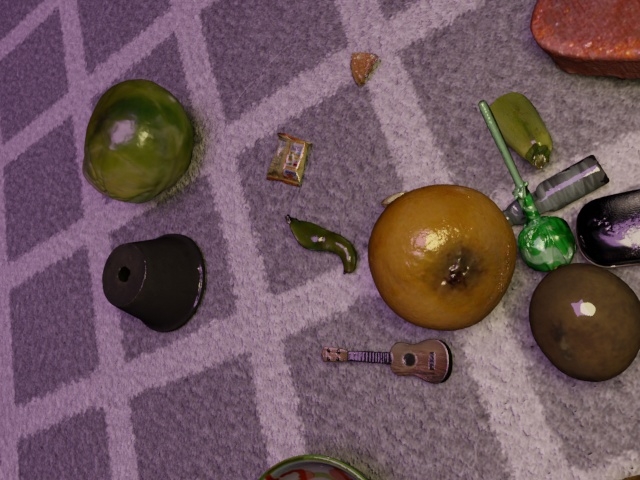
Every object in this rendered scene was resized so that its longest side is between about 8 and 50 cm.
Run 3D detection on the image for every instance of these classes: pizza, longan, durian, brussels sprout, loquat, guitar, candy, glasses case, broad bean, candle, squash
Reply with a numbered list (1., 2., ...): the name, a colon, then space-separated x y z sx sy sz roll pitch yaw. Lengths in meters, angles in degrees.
1. pizza: 0.106 -0.404 1.262 0.078 0.025 0.083 -13 79 33
2. longan: 0.422 0.129 0.870 0.168 0.167 0.187 -5 77 30
3. durian: 0.189 -0.081 1.116 0.131 0.066 0.052 2 80 22
4. brussels sprout: -0.488 -0.260 1.465 0.344 0.268 0.343 -22 62 49
5. loquat: 0.214 0.030 0.965 0.263 0.263 0.262 -8 75 30
6. guitar: 0.127 0.236 1.092 0.271 0.038 0.083 -3 77 28
7. candy: 0.340 -0.091 0.931 0.097 0.097 0.323 -24 98 25
8. glasses case: 0.574 -0.032 0.859 0.315 0.075 0.121 -11 71 25
9. broad bean: 0.000 0.000 1.219 0.214 0.048 0.070 35 97 29
10. candle: 0.518 -0.389 0.900 0.317 0.132 0.287 -35 56 38
11. squash: 0.386 -0.191 1.017 0.090 0.075 0.200 -18 47 8

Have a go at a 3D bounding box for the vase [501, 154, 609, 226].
1. vase: 0.406 -0.076 0.987 0.212 0.060 0.059 -32 64 27

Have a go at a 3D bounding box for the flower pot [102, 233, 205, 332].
1. flower pot: -0.445 0.096 1.400 0.269 0.166 0.268 -9 72 29

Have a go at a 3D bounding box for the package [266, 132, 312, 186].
1. package: -0.077 -0.196 1.323 0.108 0.031 0.120 18 94 33

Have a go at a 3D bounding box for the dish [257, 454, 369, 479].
1. dish: 0.010 0.572 1.042 0.325 0.124 0.323 -6 75 23

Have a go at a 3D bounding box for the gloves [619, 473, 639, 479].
1. gloves: 0.563 0.384 0.726 0.357 0.156 0.202 -24 59 41
